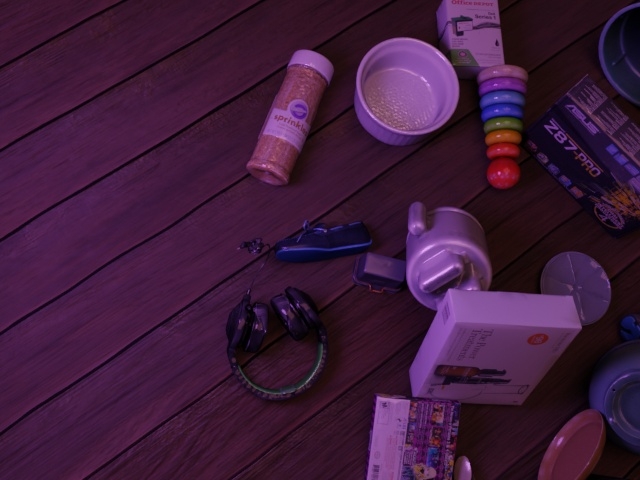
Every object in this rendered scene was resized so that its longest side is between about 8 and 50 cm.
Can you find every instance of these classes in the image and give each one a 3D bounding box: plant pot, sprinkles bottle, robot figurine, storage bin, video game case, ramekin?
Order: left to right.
[{"bbox_3d":[-0.077,-0.322,1.886,0.121,0.121,0.355,21,75,-2],"label":"sprinkles bottle"},{"bbox_3d":[0.155,0.082,1.833,0.135,0.091,0.098,14,75,-4],"label":"storage bin"},{"bbox_3d":[0.222,-0.390,1.938,0.277,0.135,0.277,2,76,-7],"label":"ramekin"},{"bbox_3d":[0.221,0.493,1.734,0.210,0.042,0.232,6,92,-6],"label":"video game case"},{"bbox_3d":[0.310,0.041,1.758,0.200,0.353,0.300,-30,108,19],"label":"robot figurine"},{"bbox_3d":[0.604,0.511,1.714,0.032,0.236,0.236,35,74,1],"label":"plant pot"},{"bbox_3d":[0.783,0.388,1.720,0.293,0.196,0.293,-2,86,29],"label":"plant pot"},{"bbox_3d":[1.026,-0.593,2.020,0.341,0.341,0.334,45,67,4],"label":"plant pot"}]

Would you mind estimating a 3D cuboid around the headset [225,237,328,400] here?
[{"bbox_3d":[-0.115,0.188,1.719,0.243,0.185,0.394,-13,90,-12],"label":"headset"}]

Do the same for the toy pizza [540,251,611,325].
[{"bbox_3d":[0.681,0.129,1.927,0.201,0.032,0.201,2,75,-9],"label":"toy pizza"}]

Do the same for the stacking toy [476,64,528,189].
[{"bbox_3d":[0.495,-0.302,1.965,0.141,0.141,0.330,4,81,-7],"label":"stacking toy"}]

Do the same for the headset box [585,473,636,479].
[{"bbox_3d":[0.608,0.632,1.655,0.218,0.293,0.110,-17,79,-11],"label":"headset box"}]

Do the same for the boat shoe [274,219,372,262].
[{"bbox_3d":[0.000,0.000,1.839,0.258,0.109,0.089,-4,69,-26],"label":"boat shoe"}]

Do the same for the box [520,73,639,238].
[{"bbox_3d":[0.733,-0.204,1.871,0.097,0.318,0.395,-42,86,-16],"label":"box"}]

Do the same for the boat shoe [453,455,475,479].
[{"bbox_3d":[0.359,0.598,1.759,0.043,0.049,0.137,15,66,-49],"label":"boat shoe"}]

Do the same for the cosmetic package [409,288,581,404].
[{"bbox_3d":[0.390,0.259,1.674,0.284,0.377,0.097,2,52,-8],"label":"cosmetic package"}]

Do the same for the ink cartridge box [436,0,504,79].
[{"bbox_3d":[0.422,-0.572,2.034,0.160,0.092,0.219,-1,77,-9],"label":"ink cartridge box"}]

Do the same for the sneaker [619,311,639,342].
[{"bbox_3d":[0.911,0.339,1.861,0.140,0.125,0.341,-14,81,-16],"label":"sneaker"}]
